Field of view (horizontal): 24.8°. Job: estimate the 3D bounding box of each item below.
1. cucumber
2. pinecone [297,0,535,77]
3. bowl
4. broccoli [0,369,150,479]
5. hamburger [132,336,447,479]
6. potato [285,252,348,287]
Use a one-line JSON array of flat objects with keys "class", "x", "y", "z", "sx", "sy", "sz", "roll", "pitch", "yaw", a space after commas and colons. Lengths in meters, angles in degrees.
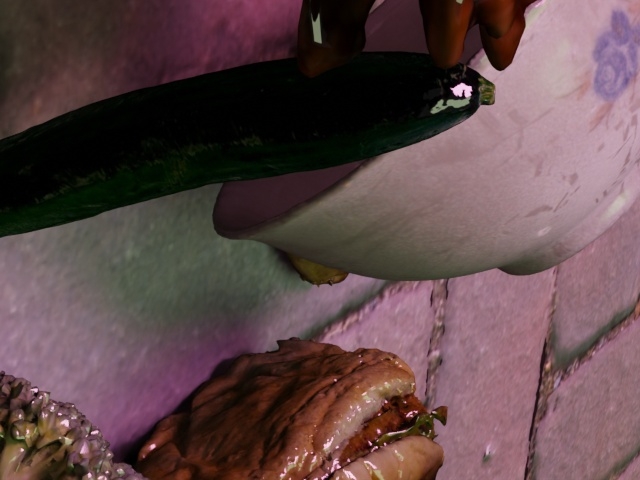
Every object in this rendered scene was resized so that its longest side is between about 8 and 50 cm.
[{"class": "cucumber", "x": -0.062, "y": -0.045, "z": 0.656, "sx": 0.056, "sy": 0.284, "sz": 0.056, "roll": -12, "pitch": 90, "yaw": -73}, {"class": "pinecone", "x": 0.017, "y": -0.269, "z": 0.550, "sx": 0.397, "sy": 0.397, "sz": 0.398, "roll": -33, "pitch": 133, "yaw": -45}, {"class": "bowl", "x": 0.099, "y": -0.069, "z": 0.802, "sx": 0.146, "sy": 0.313, "sz": 0.313, "roll": 45, "pitch": 62, "yaw": -13}, {"class": "broccoli", "x": -0.202, "y": 0.206, "z": 0.657, "sx": 0.361, "sy": 0.221, "sz": 0.252, "roll": -2, "pitch": 139, "yaw": -53}, {"class": "hamburger", "x": -0.020, "y": 0.154, "z": 0.874, "sx": 0.206, "sy": 0.183, "sz": 0.130, "roll": -40, "pitch": 110, "yaw": -39}, {"class": "potato", "x": 0.000, "y": 0.000, "z": 0.966, "sx": 0.051, "sy": 0.040, "sz": 0.083, "roll": -64, "pitch": 149, "yaw": -20}]
